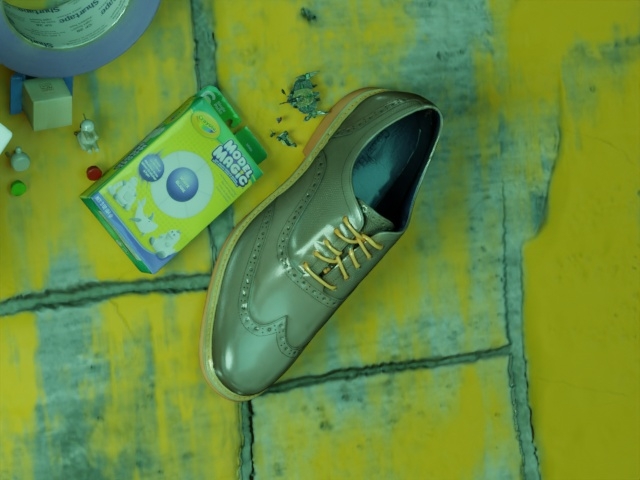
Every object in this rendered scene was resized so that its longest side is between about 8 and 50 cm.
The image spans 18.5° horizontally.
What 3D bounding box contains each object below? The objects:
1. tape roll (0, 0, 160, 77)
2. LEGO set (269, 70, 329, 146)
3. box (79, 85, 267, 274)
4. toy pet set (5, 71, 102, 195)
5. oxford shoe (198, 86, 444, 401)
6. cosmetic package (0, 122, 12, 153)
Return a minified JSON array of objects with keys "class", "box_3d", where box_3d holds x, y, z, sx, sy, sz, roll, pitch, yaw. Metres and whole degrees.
[{"class":"tape roll","box_3d":[-0.245,-0.250,1.817,0.189,0.080,0.189,-15,130,-19]},{"class":"LEGO set","box_3d":[-0.024,-0.137,2.009,0.083,0.023,0.054,-46,108,-2]},{"class":"box","box_3d":[-0.137,-0.062,1.946,0.179,0.043,0.105,-45,110,-18]},{"class":"toy pet set","box_3d":[-0.275,-0.110,1.881,0.122,0.065,0.114,-11,133,-21]},{"class":"oxford shoe","box_3d":[0.000,0.000,1.963,0.130,0.133,0.364,33,79,-24]},{"class":"cosmetic package","box_3d":[-0.410,-0.041,1.717,0.138,0.224,0.224,37,78,-22]}]
